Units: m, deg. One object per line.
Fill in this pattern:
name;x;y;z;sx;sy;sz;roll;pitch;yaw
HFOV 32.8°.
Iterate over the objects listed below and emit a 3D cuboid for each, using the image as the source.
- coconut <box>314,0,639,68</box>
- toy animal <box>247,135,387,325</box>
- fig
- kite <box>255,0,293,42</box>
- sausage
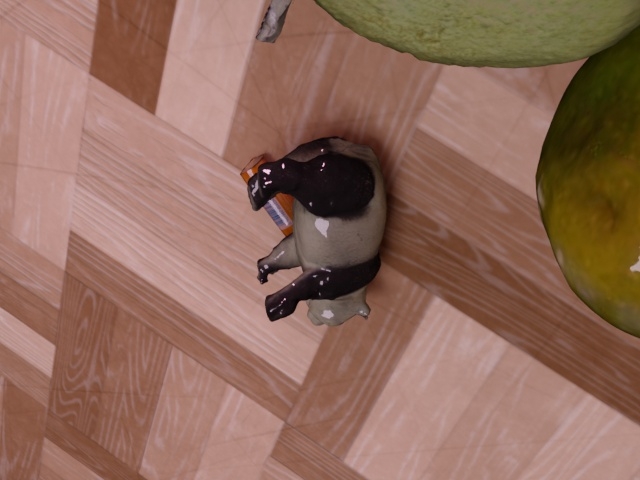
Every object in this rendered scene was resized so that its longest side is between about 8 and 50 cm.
coconut;0.087;-0.261;0.570;0.328;0.328;0.281;36;160;6
toy animal;0.000;0.000;0.997;0.121;0.093;0.225;-8;127;-9
fig;0.281;-0.068;0.635;0.233;0.233;0.314;47;116;-6
kite;0.011;-0.247;0.746;0.229;0.012;0.250;18;113;-29
sausage;-0.037;-0.032;1.052;0.031;0.031;0.107;-19;112;45
